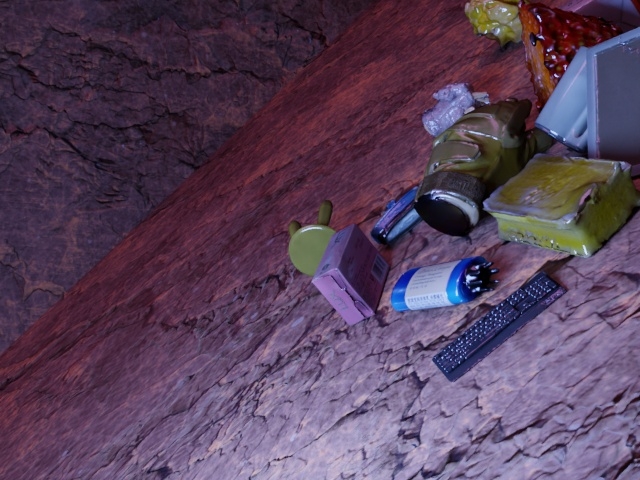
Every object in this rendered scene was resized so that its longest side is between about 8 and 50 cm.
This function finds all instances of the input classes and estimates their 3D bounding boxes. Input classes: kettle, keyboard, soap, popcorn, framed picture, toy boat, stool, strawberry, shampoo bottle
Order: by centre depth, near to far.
[{"bbox_3d":[0.236,0.113,1.265,0.196,0.015,0.074,-39,19,1],"label":"keyboard"},{"bbox_3d":[0.499,-0.212,1.331,0.296,0.019,0.232,-15,67,53],"label":"framed picture"},{"bbox_3d":[0.345,-0.056,1.363,0.135,0.076,0.233,-41,18,-11],"label":"soap"},{"bbox_3d":[0.188,0.064,1.412,0.183,0.050,0.087,-14,28,51],"label":"shampoo bottle"},{"bbox_3d":[0.428,-0.218,1.514,0.127,0.098,0.148,39,101,35],"label":"kettle"},{"bbox_3d":[0.445,-0.333,1.647,0.177,0.234,0.234,-16,22,5],"label":"strawberry"},{"bbox_3d":[0.146,-0.048,1.735,0.137,0.060,0.061,-44,40,-5],"label":"toy boat"},{"bbox_3d":[0.000,0.000,1.824,0.110,0.134,0.135,-78,-2,-66],"label":"stool"},{"bbox_3d":[0.420,-0.524,2.196,0.148,0.167,0.152,-4,-68,-70],"label":"popcorn"}]

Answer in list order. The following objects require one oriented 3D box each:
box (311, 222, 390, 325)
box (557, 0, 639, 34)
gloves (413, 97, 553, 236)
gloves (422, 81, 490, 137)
[{"bbox_3d":[0.053,0.056,1.593,0.060,0.111,0.156,-28,20,29],"label":"box"},{"bbox_3d":[0.518,-0.399,1.748,0.182,0.133,0.099,-31,21,29],"label":"box"},{"bbox_3d":[0.276,-0.150,1.605,0.154,0.141,0.331,-17,28,51],"label":"gloves"},{"bbox_3d":[0.278,-0.282,1.997,0.144,0.094,0.110,-43,6,11],"label":"gloves"}]
